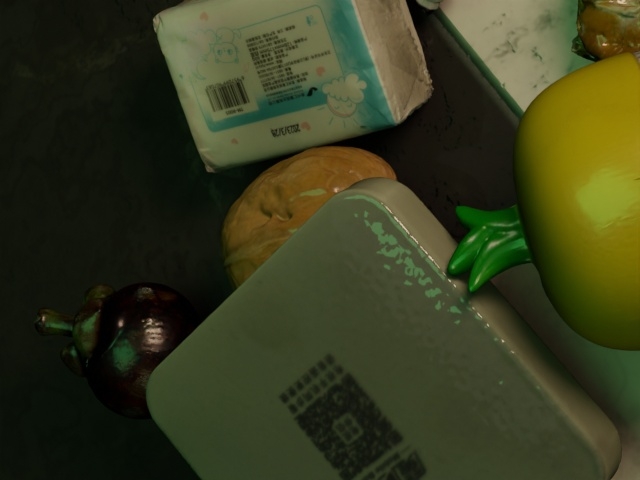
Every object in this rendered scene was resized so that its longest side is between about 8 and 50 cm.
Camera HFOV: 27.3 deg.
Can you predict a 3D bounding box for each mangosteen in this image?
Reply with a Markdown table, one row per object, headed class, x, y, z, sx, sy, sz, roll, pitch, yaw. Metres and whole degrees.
| class | x | y | z | sx | sy | sz | roll | pitch | yaw |
| --- | --- | --- | --- | --- | --- | --- | --- | --- | --- |
| mangosteen | -0.223 | 0.126 | 1.548 | 0.172 | 0.184 | 0.173 | -20 | 62 | 41 |

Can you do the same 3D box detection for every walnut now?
| class | x | y | z | sx | sy | sz | roll | pitch | yaw |
| --- | --- | --- | --- | --- | --- | --- | --- | --- | --- |
| walnut | 0.000 | 0.000 | 1.401 | 0.225 | 0.193 | 0.193 | -33 | 70 | 31 |

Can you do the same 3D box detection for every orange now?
| class | x | y | z | sx | sy | sz | roll | pitch | yaw |
| --- | --- | --- | --- | --- | --- | --- | --- | --- | --- |
| orange | 0.306 | -0.236 | 1.242 | 0.160 | 0.112 | 0.170 | 54 | 145 | 14 |

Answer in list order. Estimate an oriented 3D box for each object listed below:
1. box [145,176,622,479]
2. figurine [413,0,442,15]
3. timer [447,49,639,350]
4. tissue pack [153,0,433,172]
| class | x | y | z | sx | sy | sz | roll | pitch | yaw |
| --- | --- | --- | --- | --- | --- | --- | --- | --- | --- |
| box | 0.051 | 0.177 | 1.282 | 0.367 | 0.090 | 0.373 | -43 | 84 | 28 |
| figurine | 0.146 | -0.347 | 1.366 | 0.137 | 0.112 | 0.229 | 47 | 127 | 36 |
| timer | 0.238 | -0.022 | 1.157 | 0.285 | 0.285 | 0.285 | -2 | 86 | 35 |
| tissue pack | -0.031 | -0.200 | 1.442 | 0.271 | 0.124 | 0.202 | -11 | 103 | 34 |
